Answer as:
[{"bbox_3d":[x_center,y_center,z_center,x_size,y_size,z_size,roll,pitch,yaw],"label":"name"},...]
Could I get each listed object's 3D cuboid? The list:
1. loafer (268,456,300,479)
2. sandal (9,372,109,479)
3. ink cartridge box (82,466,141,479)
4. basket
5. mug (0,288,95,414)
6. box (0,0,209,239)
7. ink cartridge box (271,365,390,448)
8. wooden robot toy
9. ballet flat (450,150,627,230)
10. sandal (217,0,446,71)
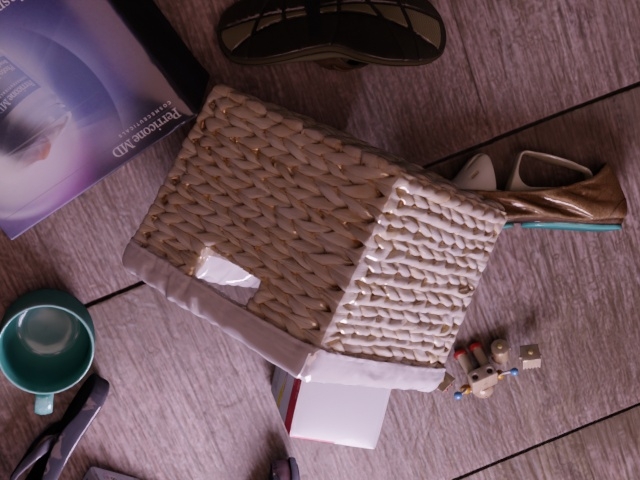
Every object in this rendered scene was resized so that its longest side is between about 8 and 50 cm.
[{"bbox_3d":[-0.080,0.469,1.742,0.095,0.109,0.302,0,110,-7],"label":"loafer"},{"bbox_3d":[-0.388,0.295,1.638,0.054,0.097,0.254,31,88,-20],"label":"sandal"},{"bbox_3d":[-0.286,0.453,1.735,0.232,0.066,0.189,25,101,-38],"label":"ink cartridge box"},{"bbox_3d":[0.000,0.000,1.440,0.331,0.328,0.266,12,103,-56],"label":"basket"},{"bbox_3d":[-0.382,0.142,1.584,0.129,0.097,0.158,36,98,-19],"label":"mug"},{"bbox_3d":[-0.341,-0.213,1.413,0.296,0.183,0.294,-32,111,13],"label":"box"},{"bbox_3d":[0.013,0.195,1.637,0.128,0.176,0.127,10,102,-14],"label":"ink cartridge box"},{"bbox_3d":[0.249,0.202,1.756,0.173,0.076,0.079,-22,145,-4],"label":"wooden robot toy"},{"bbox_3d":[0.275,-0.065,1.652,0.342,0.116,0.124,-4,87,-10],"label":"ballet flat"},{"bbox_3d":[0.016,-0.278,1.543,0.302,0.086,0.120,1,74,6],"label":"sandal"}]
